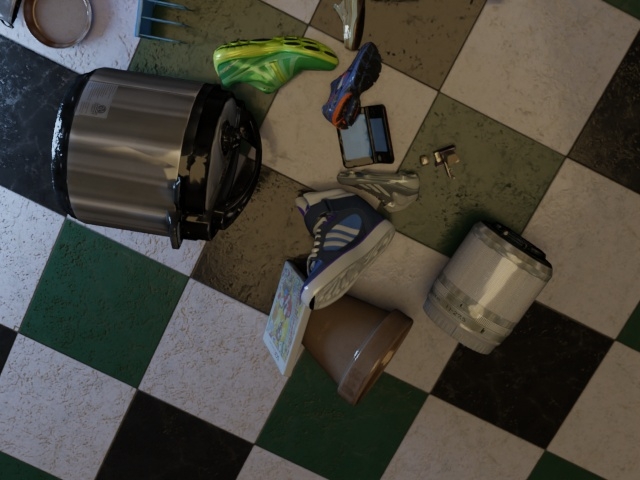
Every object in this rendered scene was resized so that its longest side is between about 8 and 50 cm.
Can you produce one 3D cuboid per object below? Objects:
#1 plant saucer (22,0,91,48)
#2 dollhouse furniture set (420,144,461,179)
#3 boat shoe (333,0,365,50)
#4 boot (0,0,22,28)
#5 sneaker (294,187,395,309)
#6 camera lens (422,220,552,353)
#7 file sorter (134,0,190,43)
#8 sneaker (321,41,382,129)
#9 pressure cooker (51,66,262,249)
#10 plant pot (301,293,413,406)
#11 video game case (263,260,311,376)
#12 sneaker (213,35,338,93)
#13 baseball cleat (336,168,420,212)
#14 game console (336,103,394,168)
[{"bbox_3d":[-0.631,-0.548,1.747,0.168,0.029,0.168,1,104,3],"label":"plant saucer"},{"bbox_3d":[0.300,-0.170,1.746,0.091,0.114,0.081,-20,105,5],"label":"dollhouse furniture set"},{"bbox_3d":[0.066,-0.543,1.703,0.072,0.068,0.190,8,93,13],"label":"boat shoe"},{"bbox_3d":[-0.802,-0.657,1.711,0.229,0.091,0.263,13,107,-6],"label":"boot"},{"bbox_3d":[0.000,-0.001,1.721,0.236,0.323,0.130,36,147,21],"label":"sneaker"},{"bbox_3d":[0.404,0.106,1.748,0.219,0.219,0.274,32,103,-4],"label":"camera lens"},{"bbox_3d":[-0.361,-0.551,1.690,0.104,0.118,0.170,9,103,-3],"label":"file sorter"},{"bbox_3d":[0.068,-0.376,1.725,0.087,0.083,0.221,27,87,40],"label":"sneaker"},{"bbox_3d":[-0.345,-0.184,1.640,0.420,0.375,0.370,8,100,2],"label":"pressure cooker"},{"bbox_3d":[0.066,0.242,1.799,0.229,0.263,0.263,33,103,13],"label":"plant pot"},{"bbox_3d":[-0.081,0.190,1.800,0.026,0.206,0.227,12,104,-22],"label":"video game case"},{"bbox_3d":[-0.103,-0.416,1.726,0.295,0.109,0.123,-1,122,4],"label":"sneaker"},{"bbox_3d":[0.142,-0.121,1.786,0.206,0.072,0.109,3,109,6],"label":"baseball cleat"},{"bbox_3d":[0.107,-0.249,1.753,0.085,0.124,0.144,-16,103,-21],"label":"game console"}]
